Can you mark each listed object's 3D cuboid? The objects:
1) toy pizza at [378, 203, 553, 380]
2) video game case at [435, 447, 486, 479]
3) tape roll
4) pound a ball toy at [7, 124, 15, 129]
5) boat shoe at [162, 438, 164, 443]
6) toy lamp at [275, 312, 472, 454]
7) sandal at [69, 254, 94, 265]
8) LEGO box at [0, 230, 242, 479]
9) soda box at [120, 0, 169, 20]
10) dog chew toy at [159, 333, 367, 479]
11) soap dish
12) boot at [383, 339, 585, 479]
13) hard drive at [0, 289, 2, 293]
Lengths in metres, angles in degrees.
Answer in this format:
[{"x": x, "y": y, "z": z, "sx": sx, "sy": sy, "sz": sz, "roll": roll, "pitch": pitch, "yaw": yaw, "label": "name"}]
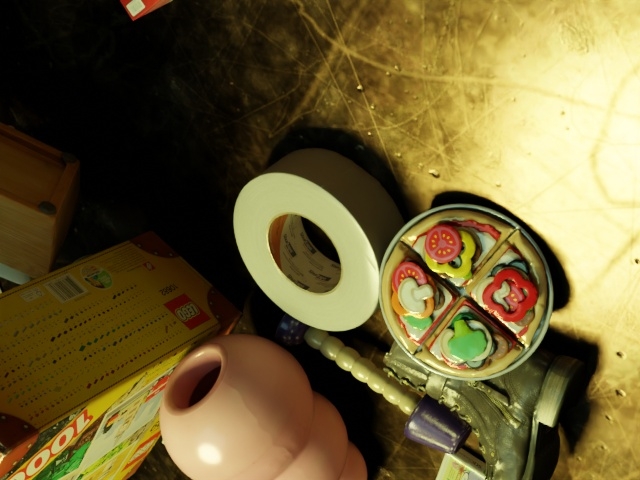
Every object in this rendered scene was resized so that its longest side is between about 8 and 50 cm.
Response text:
[{"x": 0.157, "y": 0.060, "z": 1.308, "sx": 0.201, "sy": 0.032, "sz": 0.201, "roll": 4, "pitch": 100, "yaw": 22, "label": "toy pizza"}, {"x": 0.228, "y": 0.388, "z": 1.557, "sx": 0.193, "sy": 0.023, "sz": 0.212, "roll": 31, "pitch": 136, "yaw": 20, "label": "video game case"}, {"x": 0.000, "y": 0.000, "z": 1.435, "sx": 0.219, "sy": 0.072, "sz": 0.219, "roll": 22, "pitch": 131, "yaw": 28, "label": "tape roll"}, {"x": -0.514, "y": -0.207, "z": 1.718, "sx": 0.208, "sy": 0.136, "sz": 0.319, "roll": 18, "pitch": 134, "yaw": -5, "label": "pound a ball toy"}, {"x": -0.171, "y": 0.263, "z": 1.773, "sx": 0.081, "sy": 0.079, "sz": 0.227, "roll": 30, "pitch": 139, "yaw": -9, "label": "boat shoe"}, {"x": 0.071, "y": 0.174, "z": 1.501, "sx": 0.274, "sy": 0.080, "sz": 0.080, "roll": 36, "pitch": 137, "yaw": 20, "label": "toy lamp"}, {"x": -0.388, "y": 0.132, "z": 1.848, "sx": 0.086, "sy": 0.120, "sz": 0.303, "roll": 49, "pitch": 143, "yaw": 28, "label": "sandal"}, {"x": -0.379, "y": 0.235, "z": 1.554, "sx": 0.193, "sy": 0.500, "sz": 0.372, "roll": 41, "pitch": 119, "yaw": 12, "label": "LEGO box"}, {"x": -0.132, "y": -0.340, "z": 1.284, "sx": 0.263, "sy": 0.092, "sz": 0.083, "roll": -22, "pitch": 103, "yaw": 48, "label": "soda box"}, {"x": -0.059, "y": 0.272, "z": 1.578, "sx": 0.206, "sy": 0.207, "sz": 0.332, "roll": -8, "pitch": 138, "yaw": 44, "label": "dog chew toy"}, {"x": -0.470, "y": -0.081, "z": 1.589, "sx": 0.291, "sy": 0.229, "sz": 0.118, "roll": 26, "pitch": 116, "yaw": -13, "label": "soap dish"}, {"x": 0.174, "y": 0.192, "z": 1.391, "sx": 0.229, "sy": 0.091, "sz": 0.263, "roll": 25, "pitch": 107, "yaw": 26, "label": "boot"}, {"x": -0.654, "y": 0.005, "z": 2.029, "sx": 0.172, "sy": 0.054, "sz": 0.255, "roll": 1, "pitch": 119, "yaw": 41, "label": "hard drive"}]
